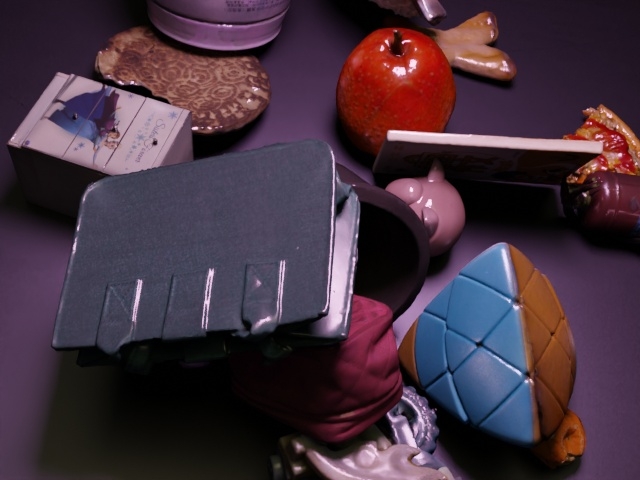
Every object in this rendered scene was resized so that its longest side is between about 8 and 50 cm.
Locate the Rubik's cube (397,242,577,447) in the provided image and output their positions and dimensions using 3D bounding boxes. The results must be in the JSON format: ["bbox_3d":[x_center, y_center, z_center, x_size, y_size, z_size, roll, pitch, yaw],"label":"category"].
[{"bbox_3d":[0.196,0.113,1.074,0.254,0.254,0.254,3,57,-5],"label":"Rubik's cube"}]

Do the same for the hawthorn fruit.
[{"bbox_3d":[0.114,-0.240,1.289,0.197,0.225,0.196,-1,57,2],"label":"hawthorn fruit"}]

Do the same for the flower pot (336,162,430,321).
[{"bbox_3d":[0.000,0.000,1.135,0.269,0.269,0.166,-3,35,-10],"label":"flower pot"}]

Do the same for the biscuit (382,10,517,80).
[{"bbox_3d":[0.223,-0.330,1.468,0.208,0.047,0.164,-6,55,-10],"label":"biscuit"}]

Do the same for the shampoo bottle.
[{"bbox_3d":[-0.161,-0.466,1.359,0.273,0.266,0.273,9,41,-7],"label":"shampoo bottle"}]

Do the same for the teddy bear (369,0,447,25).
[{"bbox_3d":[0.116,-0.565,1.450,0.362,0.327,0.375,20,78,39],"label":"teddy bear"}]

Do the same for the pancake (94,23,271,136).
[{"bbox_3d":[-0.219,-0.257,1.343,0.288,0.033,0.286,11,46,0],"label":"pancake"}]

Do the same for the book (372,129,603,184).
[{"bbox_3d":[0.232,-0.119,1.237,0.295,0.208,0.020,3,82,-1],"label":"book"}]

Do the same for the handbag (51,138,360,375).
[{"bbox_3d":[-0.123,0.022,0.933,0.326,0.089,0.238,-7,55,18],"label":"handbag"}]

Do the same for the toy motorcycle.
[{"bbox_3d":[0.078,0.347,0.947,0.237,0.168,0.410,-6,51,-19],"label":"toy motorcycle"}]

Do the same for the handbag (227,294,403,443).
[{"bbox_3d":[-0.016,0.132,0.981,0.225,0.135,0.146,12,32,42],"label":"handbag"}]

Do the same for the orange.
[{"bbox_3d":[0.301,0.251,1.095,0.086,0.062,0.086,3,85,-38],"label":"orange"}]

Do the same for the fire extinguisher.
[{"bbox_3d":[0.514,-0.051,1.275,0.341,0.141,0.105,7,61,-6],"label":"fire extinguisher"}]

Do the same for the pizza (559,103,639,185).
[{"bbox_3d":[0.438,-0.137,1.366,0.199,0.062,0.188,-17,59,-16],"label":"pizza"}]

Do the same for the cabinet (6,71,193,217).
[{"bbox_3d":[-0.305,-0.120,1.201,0.206,0.150,0.145,18,57,5],"label":"cabinet"}]

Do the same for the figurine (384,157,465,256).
[{"bbox_3d":[0.148,-0.037,1.218,0.125,0.138,0.125,0,58,-1],"label":"figurine"}]
